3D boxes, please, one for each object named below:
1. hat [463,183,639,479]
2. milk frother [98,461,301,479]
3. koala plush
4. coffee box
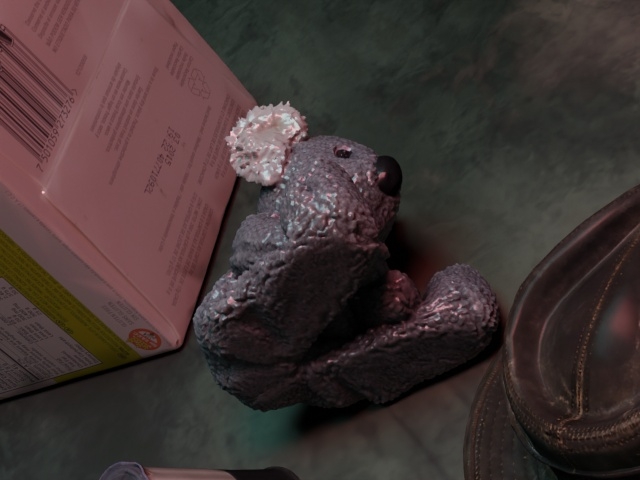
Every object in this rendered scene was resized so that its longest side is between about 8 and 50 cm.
[{"bbox_3d":[0.195,0.055,0.774,0.331,0.134,0.331,-28,35,22],"label":"hat"},{"bbox_3d":[-0.061,0.213,0.858,0.143,0.135,0.129,-4,80,48],"label":"milk frother"},{"bbox_3d":[0.000,0.000,0.998,0.203,0.196,0.221,-36,36,28],"label":"koala plush"},{"bbox_3d":[-0.319,-0.084,1.283,0.334,0.338,0.337,-19,39,33],"label":"coffee box"}]
